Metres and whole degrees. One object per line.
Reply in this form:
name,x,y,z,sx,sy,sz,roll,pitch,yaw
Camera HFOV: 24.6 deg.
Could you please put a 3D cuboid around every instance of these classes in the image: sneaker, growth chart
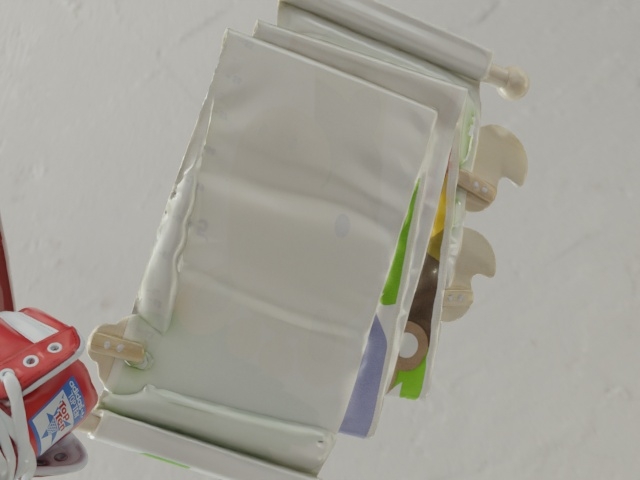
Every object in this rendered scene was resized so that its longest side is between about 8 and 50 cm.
sneaker,-0.080,0.055,0.323,0.067,0.118,0.042,-3,-51,-12
growth chart,0.000,0.000,0.630,0.172,0.021,0.237,28,-104,-25

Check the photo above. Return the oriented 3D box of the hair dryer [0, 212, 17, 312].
hair dryer,-0.202,0.015,0.446,0.293,0.080,0.223,36,-105,-11
